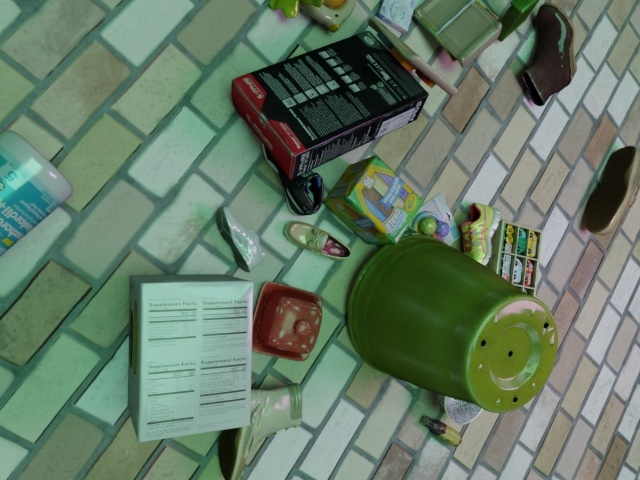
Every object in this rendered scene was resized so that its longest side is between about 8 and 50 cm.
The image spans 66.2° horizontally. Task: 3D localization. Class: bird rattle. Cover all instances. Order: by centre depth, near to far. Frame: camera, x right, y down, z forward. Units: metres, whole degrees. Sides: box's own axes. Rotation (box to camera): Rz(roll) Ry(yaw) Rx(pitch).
[{"bbox_3d":[-0.003,-0.599,1.124,0.207,0.143,0.254,36,61,-34],"label":"bird rattle"}]

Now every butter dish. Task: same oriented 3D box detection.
[{"bbox_3d":[-0.058,0.184,1.069,0.159,0.118,0.160,18,81,-26],"label":"butter dish"}]

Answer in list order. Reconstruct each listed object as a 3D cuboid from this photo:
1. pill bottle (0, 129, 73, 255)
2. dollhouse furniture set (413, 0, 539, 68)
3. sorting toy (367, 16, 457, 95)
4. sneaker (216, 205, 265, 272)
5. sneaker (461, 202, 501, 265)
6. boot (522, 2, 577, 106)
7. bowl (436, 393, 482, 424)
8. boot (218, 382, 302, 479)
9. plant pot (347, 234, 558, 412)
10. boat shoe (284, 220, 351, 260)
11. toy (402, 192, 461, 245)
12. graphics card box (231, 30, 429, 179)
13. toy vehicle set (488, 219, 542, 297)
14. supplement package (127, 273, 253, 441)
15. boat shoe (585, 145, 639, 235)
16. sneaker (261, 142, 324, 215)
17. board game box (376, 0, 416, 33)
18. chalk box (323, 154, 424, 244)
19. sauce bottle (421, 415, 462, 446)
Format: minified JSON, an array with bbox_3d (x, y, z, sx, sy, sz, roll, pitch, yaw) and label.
[{"bbox_3d":[-0.560,-0.047,0.807,0.146,0.146,0.264,48,71,-18],"label":"pill bottle"},{"bbox_3d":[0.409,-0.608,1.334,0.301,0.151,0.197,-41,86,-3],"label":"dollhouse furniture set"},{"bbox_3d":[0.211,-0.427,1.156,0.193,0.208,0.038,17,123,-44],"label":"sorting toy"},{"bbox_3d":[-0.172,-0.009,1.055,0.061,0.053,0.152,-36,111,-31],"label":"sneaker"},{"bbox_3d":[0.414,-0.009,1.331,0.094,0.081,0.209,26,71,-18],"label":"sneaker"},{"bbox_3d":[0.662,-0.547,1.442,0.207,0.090,0.248,-40,110,-23],"label":"boot"},{"bbox_3d":[0.359,0.386,1.289,0.170,0.080,0.170,-5,99,-32],"label":"bowl"},{"bbox_3d":[-0.125,0.411,1.056,0.165,0.077,0.213,4,104,-39],"label":"boot"},{"bbox_3d":[0.303,0.195,1.088,0.366,0.353,0.367,-4,101,-24],"label":"plant pot"},{"bbox_3d":[0.000,0.000,1.130,0.170,0.059,0.063,23,80,-24],"label":"boat shoe"},{"bbox_3d":[0.278,-0.010,1.270,0.237,0.056,0.137,-34,105,-22],"label":"toy"},{"bbox_3d":[0.024,-0.307,1.072,0.371,0.094,0.233,-30,70,-23],"label":"graphics card box"},{"bbox_3d":[0.557,0.086,1.418,0.166,0.035,0.267,10,85,-26],"label":"toy vehicle set"},{"bbox_3d":[-0.252,0.201,0.927,0.198,0.199,0.263,1,90,-26],"label":"supplement package"},{"bbox_3d":[0.962,-0.145,1.571,0.110,0.121,0.341,38,73,-20],"label":"boat shoe"},{"bbox_3d":[-0.050,-0.160,1.072,0.079,0.121,0.217,-28,102,-24],"label":"sneaker"},{"bbox_3d":[0.194,-0.591,1.250,0.090,0.020,0.090,21,80,-24],"label":"board game box"},{"bbox_3d":[0.138,-0.074,1.156,0.213,0.132,0.132,42,72,-17],"label":"chalk box"},{"bbox_3d":[0.320,0.503,1.298,0.128,0.042,0.042,35,75,-19],"label":"sauce bottle"}]
